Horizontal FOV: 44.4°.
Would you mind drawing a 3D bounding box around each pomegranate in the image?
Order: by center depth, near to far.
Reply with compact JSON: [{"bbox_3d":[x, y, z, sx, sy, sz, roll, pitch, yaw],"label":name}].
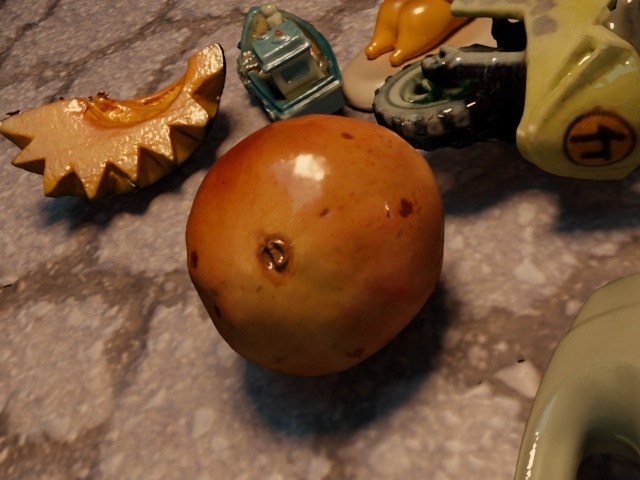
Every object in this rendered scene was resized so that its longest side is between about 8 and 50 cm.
[{"bbox_3d":[0.001,0.002,0.564,0.191,0.191,0.191,-15,40,13],"label":"pomegranate"}]

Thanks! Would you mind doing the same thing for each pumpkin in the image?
[{"bbox_3d":[-0.204,-0.107,0.880,0.254,0.149,0.130,-21,82,-2],"label":"pumpkin"}]

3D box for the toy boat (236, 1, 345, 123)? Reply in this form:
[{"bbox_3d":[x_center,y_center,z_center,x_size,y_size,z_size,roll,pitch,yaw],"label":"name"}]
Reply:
[{"bbox_3d":[-0.048,-0.214,0.887,0.109,0.098,0.237,-31,35,3],"label":"toy boat"}]

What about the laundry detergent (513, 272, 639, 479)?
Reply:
[{"bbox_3d":[0.180,0.190,0.310,0.264,0.124,0.397,8,51,33],"label":"laundry detergent"}]

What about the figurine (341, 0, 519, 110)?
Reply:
[{"bbox_3d":[0.112,-0.262,0.834,0.250,0.141,0.167,-41,43,-18],"label":"figurine"}]

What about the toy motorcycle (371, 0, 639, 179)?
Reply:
[{"bbox_3d":[0.245,-0.184,0.655,0.410,0.168,0.237,-38,42,-16],"label":"toy motorcycle"}]
